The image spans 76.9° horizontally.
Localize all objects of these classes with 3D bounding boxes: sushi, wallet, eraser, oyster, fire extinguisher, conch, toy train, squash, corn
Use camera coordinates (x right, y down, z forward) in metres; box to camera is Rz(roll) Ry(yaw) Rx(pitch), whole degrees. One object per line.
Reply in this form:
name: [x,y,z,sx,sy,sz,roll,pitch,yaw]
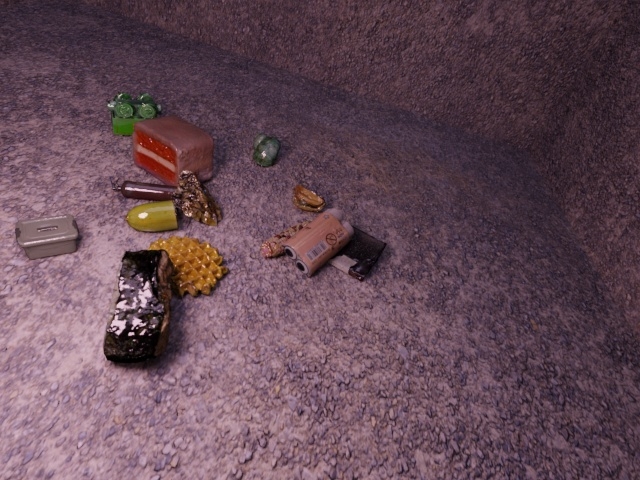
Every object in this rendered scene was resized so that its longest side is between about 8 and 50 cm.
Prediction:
sushi: [-0.525,0.190,1.189,0.170,0.211,0.350,7,46,-22]
wallet: [0.146,0.041,1.755,0.220,0.071,0.262,31,47,12]
eraser: [0.000,0.000,1.653,0.290,0.087,0.171,-40,93,-33]
oyster: [-0.501,-0.168,1.674,0.222,0.083,0.214,25,44,-32]
fire extinguisher: [-0.726,-0.211,1.664,0.267,0.072,0.089,5,62,-18]
conch: [-0.293,-0.491,2.144,0.175,0.122,0.188,-28,51,-14]
toy train: [-0.903,-0.611,1.964,0.243,0.188,0.132,-7,48,-28]
squash: [-0.639,-0.087,1.529,0.186,0.123,0.123,-11,48,-28]
corn: [-0.127,-0.008,1.671,0.092,0.092,0.280,41,44,24]

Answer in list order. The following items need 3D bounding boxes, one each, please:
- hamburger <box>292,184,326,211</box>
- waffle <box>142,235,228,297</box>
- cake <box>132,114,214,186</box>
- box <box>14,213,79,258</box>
hamburger: [-0.073,-0.179,1.908,0.176,0.087,0.102,32,52,2]
waffle: [-0.485,0.083,1.435,0.309,0.065,0.283,9,40,-12]
cake: [-0.654,-0.396,1.791,0.308,0.237,0.230,30,37,15]
box: [-0.903,-0.009,1.341,0.172,0.093,0.124,-12,49,-33]
